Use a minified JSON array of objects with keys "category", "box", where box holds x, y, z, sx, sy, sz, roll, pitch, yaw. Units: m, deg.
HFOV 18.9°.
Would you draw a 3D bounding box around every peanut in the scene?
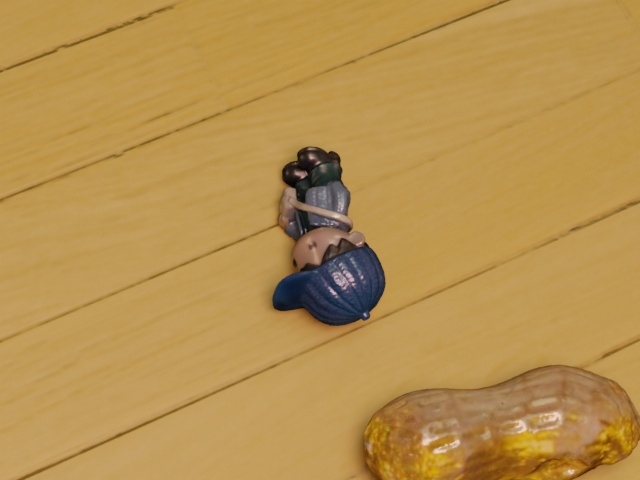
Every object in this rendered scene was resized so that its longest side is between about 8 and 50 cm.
[{"category":"peanut","box":[0.132,0.138,1.386,0.206,0.087,0.087,-7,69,-13]}]

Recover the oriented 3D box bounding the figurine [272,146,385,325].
[{"category":"figurine","box":[0.008,0.002,1.436,0.079,0.077,0.136,20,50,-23]}]
